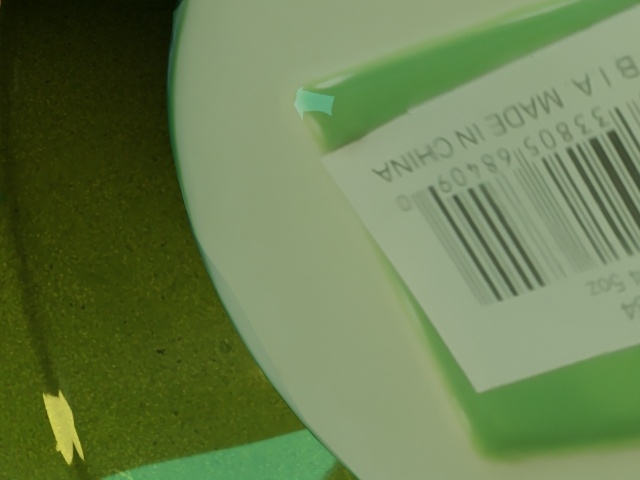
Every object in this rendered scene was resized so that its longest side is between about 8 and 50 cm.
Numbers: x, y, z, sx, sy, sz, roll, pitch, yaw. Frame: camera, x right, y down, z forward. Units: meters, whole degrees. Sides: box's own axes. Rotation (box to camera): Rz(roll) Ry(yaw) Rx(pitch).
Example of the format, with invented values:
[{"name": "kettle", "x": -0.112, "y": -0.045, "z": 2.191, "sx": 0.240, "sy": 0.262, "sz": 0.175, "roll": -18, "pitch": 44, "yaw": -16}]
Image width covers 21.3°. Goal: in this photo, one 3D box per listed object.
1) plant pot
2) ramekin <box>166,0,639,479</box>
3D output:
[{"name": "plant pot", "x": 0.021, "y": -0.001, "z": 0.802, "sx": 0.353, "sy": 0.366, "sz": 0.366, "roll": -13, "pitch": 159, "yaw": 12}, {"name": "ramekin", "x": 0.102, "y": -0.032, "z": 0.497, "sx": 0.303, "sy": 0.148, "sz": 0.303, "roll": 19, "pitch": 128, "yaw": 25}]
